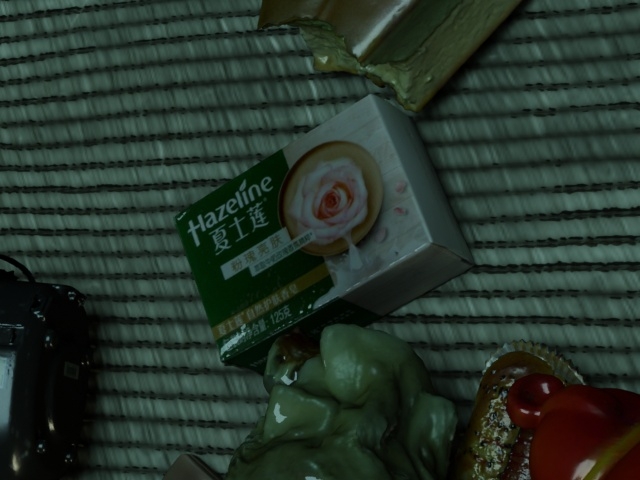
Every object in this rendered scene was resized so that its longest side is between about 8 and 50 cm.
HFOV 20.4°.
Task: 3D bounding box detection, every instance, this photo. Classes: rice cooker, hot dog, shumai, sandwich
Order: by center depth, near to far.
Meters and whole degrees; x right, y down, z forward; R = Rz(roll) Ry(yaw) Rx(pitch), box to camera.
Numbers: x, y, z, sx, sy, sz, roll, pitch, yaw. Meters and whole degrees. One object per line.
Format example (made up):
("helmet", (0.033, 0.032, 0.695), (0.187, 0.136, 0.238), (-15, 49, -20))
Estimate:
("shumai", (0.025, 0.177, 1.235), (0.189, 0.256, 0.218), (23, 67, -2))
("hot dog", (0.138, 0.166, 1.243), (0.099, 0.053, 0.192), (10, 81, 37))
("sandwich", (0.079, -0.198, 1.329), (0.220, 0.108, 0.186), (4, 74, 30))
("rice cooker", (-0.255, 0.113, 1.436), (0.118, 0.142, 0.203), (0, 78, 18))

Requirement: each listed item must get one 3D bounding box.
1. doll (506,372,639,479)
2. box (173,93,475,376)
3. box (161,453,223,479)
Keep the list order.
("doll", (0.251, 0.194, 1.099), (0.183, 0.160, 0.363), (-30, 51, -31))
("box", (0.000, 0.000, 1.352), (0.199, 0.081, 0.135), (-30, 64, 18))
("box", (-0.122, 0.225, 1.396), (0.048, 0.025, 0.115), (38, 97, 30))
